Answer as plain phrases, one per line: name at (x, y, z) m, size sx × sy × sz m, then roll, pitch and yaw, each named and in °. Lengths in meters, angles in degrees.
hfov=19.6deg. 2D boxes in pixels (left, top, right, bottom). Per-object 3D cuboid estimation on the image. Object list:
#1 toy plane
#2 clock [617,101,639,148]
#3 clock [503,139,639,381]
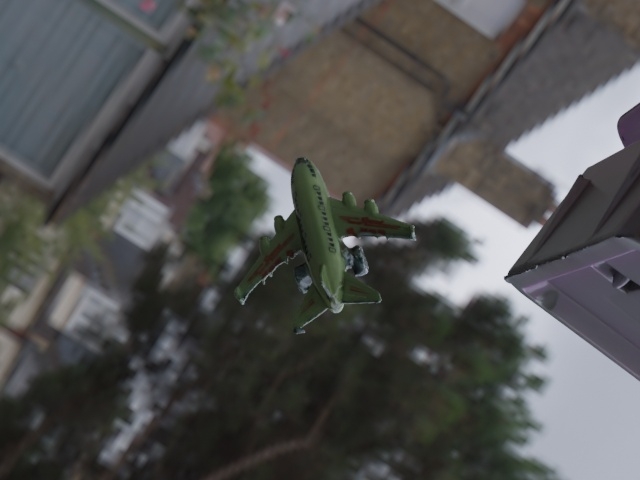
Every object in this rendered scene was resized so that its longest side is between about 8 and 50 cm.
toy plane at (0.000, 0.000, 0.996) m, size 0.102 × 0.040 × 0.111 m, roll -17°, pitch -134°, yaw 6°
clock at (0.308, -0.002, 1.211) m, size 0.090 × 0.227 × 0.248 m, roll -35°, pitch 162°, yaw 21°
clock at (0.159, 0.025, 0.683) m, size 0.063 × 0.150 × 0.197 m, roll -54°, pitch -179°, yaw -8°
